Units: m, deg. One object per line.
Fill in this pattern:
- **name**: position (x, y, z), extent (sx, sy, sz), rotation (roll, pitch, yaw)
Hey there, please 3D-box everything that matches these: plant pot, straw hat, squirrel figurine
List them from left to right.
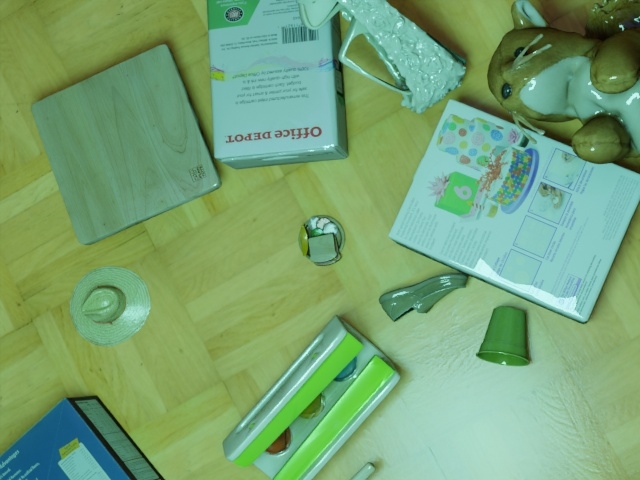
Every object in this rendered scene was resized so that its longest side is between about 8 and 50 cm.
- **straw hat**: position (-0.361, 0.106, 2.057), extent (0.145, 0.061, 0.144), rotation (-1, 84, 11)
- **plant pot**: position (0.287, 0.146, 1.913), extent (0.083, 0.083, 0.079), rotation (8, 74, 13)
- **squirrel figurine**: position (0.451, -0.245, 1.823), extent (0.371, 0.397, 0.281), rotation (12, 127, 29)

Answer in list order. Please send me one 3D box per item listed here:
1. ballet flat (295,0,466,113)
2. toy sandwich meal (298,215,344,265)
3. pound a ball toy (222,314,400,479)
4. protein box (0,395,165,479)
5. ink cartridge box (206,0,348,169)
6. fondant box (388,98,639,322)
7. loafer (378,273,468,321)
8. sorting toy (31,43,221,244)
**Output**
- **ballet flat**: position (0.054, -0.343, 1.901), extent (0.409, 0.147, 0.147), rotation (40, 93, -19)
- **toy sandwich meal**: position (0.000, 0.000, 2.008), extent (0.086, 0.029, 0.085), rotation (-1, 84, 12)
- **pound a ball toy**: position (-0.003, 0.302, 1.943), extent (0.208, 0.136, 0.319), rotation (40, 93, -12)
- **protein box**: position (-0.396, 0.389, 1.995), extent (0.200, 0.136, 0.201), rotation (-42, 78, 5)
- **ink cartridge box**: position (-0.068, -0.264, 2.007), extent (0.202, 0.117, 0.278), rotation (-5, 82, 11)
- **fondant box**: position (0.305, -0.044, 1.917), extent (0.330, 0.096, 0.238), rotation (24, 89, 12)
- **loafer**: position (0.167, 0.090, 1.954), extent (0.148, 0.056, 0.050), rotation (-19, 81, 19)
- **sorting toy**: position (-0.314, -0.153, 2.061), extent (0.256, 0.089, 0.257), rotation (-23, 80, 9)
